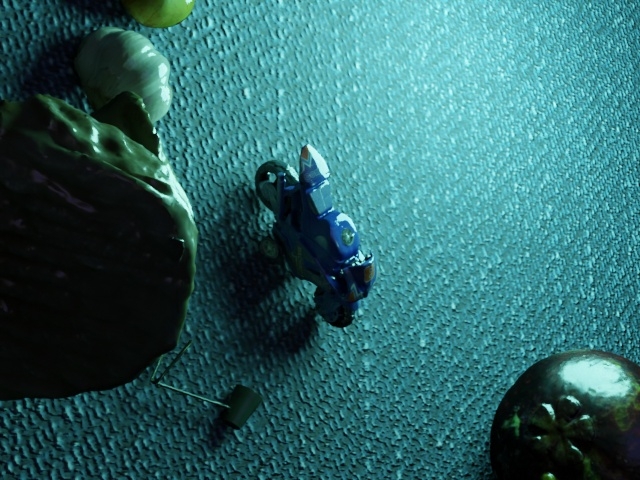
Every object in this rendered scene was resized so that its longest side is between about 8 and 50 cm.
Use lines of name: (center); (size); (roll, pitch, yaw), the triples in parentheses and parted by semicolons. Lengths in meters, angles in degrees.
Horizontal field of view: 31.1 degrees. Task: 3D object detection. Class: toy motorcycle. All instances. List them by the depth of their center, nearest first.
toy motorcycle: (0.000, 0.000, 1.236); (0.076, 0.114, 0.205); (-33, 101, -40)

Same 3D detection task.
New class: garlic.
garlic: (-0.190, -0.167, 1.144); (0.094, 0.074, 0.113); (-40, 90, -30)

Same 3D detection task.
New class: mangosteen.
mangosteen: (0.328, 0.263, 1.405); (0.289, 0.231, 0.231); (56, 42, -56)

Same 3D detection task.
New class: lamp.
lamp: (-0.114, 0.152, 1.154); (0.121, 0.041, 0.054); (42, 64, -29)

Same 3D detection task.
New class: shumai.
shumai: (-0.249, -0.030, 0.982); (0.262, 0.314, 0.267); (-90, 177, -60)

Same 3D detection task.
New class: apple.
apple: (-0.167, -0.261, 1.188); (0.084, 0.071, 0.084); (14, 68, -38)
